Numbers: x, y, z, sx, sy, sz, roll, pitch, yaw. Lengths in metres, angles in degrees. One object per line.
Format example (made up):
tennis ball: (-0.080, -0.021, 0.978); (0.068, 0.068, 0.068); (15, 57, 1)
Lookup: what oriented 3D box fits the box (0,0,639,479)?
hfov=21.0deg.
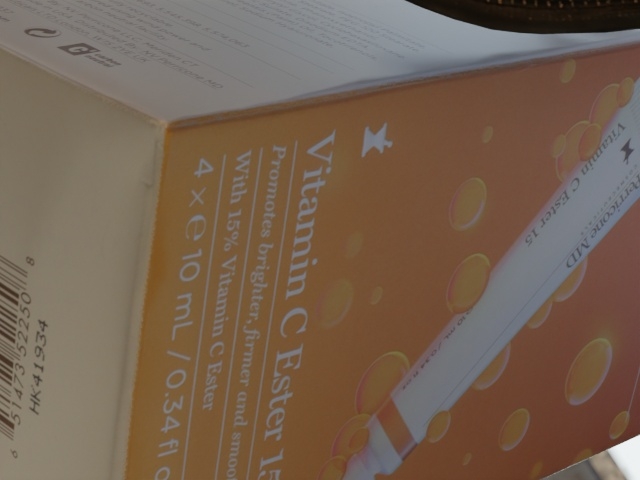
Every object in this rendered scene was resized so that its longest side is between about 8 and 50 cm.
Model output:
box: (0.000, 0.000, 0.736); (0.168, 0.345, 0.215); (27, -61, 38)

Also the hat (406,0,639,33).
hat: (0.076, -0.203, 0.442); (0.331, 0.331, 0.134); (63, 10, -17)
